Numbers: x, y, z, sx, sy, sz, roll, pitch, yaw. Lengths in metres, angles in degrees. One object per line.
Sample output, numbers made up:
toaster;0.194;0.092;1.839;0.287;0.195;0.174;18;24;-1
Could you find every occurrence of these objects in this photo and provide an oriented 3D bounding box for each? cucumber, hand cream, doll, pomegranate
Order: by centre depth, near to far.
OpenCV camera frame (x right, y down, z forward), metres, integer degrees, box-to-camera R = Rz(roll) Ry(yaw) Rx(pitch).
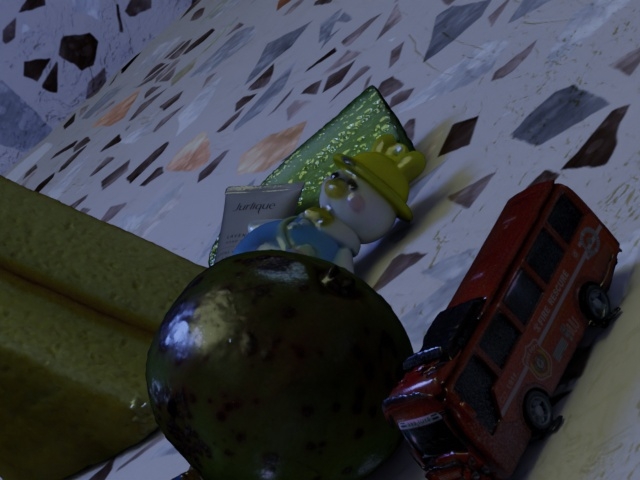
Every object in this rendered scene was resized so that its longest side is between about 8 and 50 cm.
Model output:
pomegranate;-0.038;0.118;1.285;0.202;0.202;0.248;-77;11;-63
doll;-0.001;-0.001;1.628;0.241;0.099;0.135;-46;12;-10
hand cream;-0.072;0.025;1.702;0.087;0.054;0.186;-3;58;27
cucumber;-0.008;-0.037;1.780;0.244;0.063;0.115;-38;35;3

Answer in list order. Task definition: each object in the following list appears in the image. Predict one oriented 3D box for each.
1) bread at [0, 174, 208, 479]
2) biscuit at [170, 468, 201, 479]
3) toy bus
bread;-0.304;0.031;1.758;0.245;0.362;0.233;-31;19;39
biscuit;-0.091;0.213;1.250;0.019;0.130;0.119;-15;30;-23
toy bus;0.125;0.063;1.191;0.073;0.096;0.235;-26;21;47
